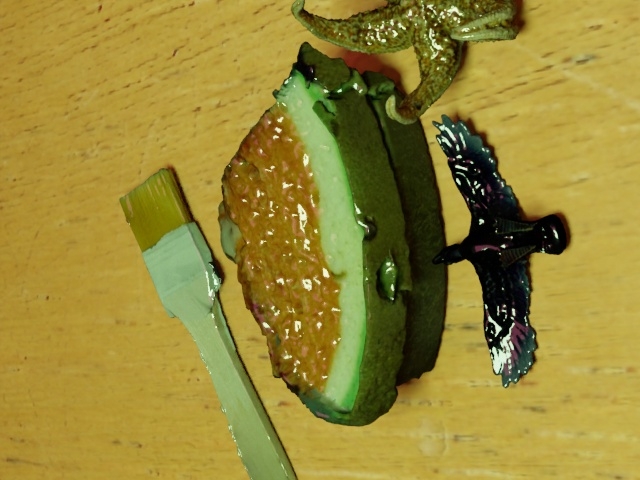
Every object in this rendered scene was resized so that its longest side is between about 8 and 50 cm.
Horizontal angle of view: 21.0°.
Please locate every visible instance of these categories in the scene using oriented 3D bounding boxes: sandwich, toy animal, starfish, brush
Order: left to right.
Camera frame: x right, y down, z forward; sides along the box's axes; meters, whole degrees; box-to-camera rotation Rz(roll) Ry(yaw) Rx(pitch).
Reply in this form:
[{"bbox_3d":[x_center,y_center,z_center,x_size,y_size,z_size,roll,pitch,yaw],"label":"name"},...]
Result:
[{"bbox_3d":[-0.094,0.097,1.565,0.085,0.020,0.336,-31,78,39],"label":"brush"},{"bbox_3d":[0.009,0.008,1.407,0.212,0.109,0.292,-29,76,47],"label":"sandwich"},{"bbox_3d":[0.058,-0.189,1.327,0.146,0.074,0.190,-34,73,13],"label":"starfish"},{"bbox_3d":[0.135,0.004,1.333,0.108,0.062,0.220,-19,86,59],"label":"toy animal"}]
